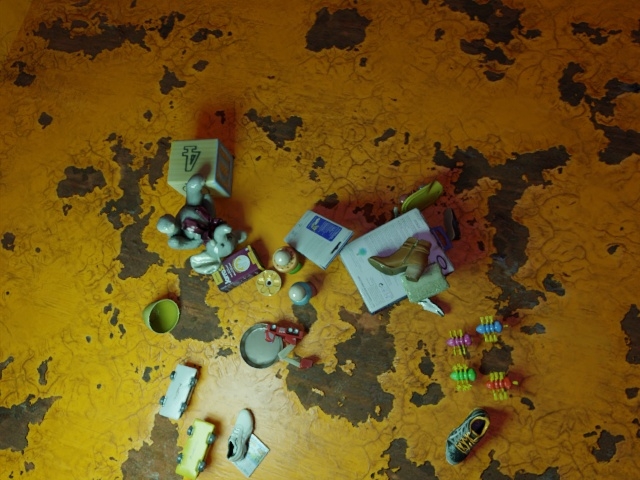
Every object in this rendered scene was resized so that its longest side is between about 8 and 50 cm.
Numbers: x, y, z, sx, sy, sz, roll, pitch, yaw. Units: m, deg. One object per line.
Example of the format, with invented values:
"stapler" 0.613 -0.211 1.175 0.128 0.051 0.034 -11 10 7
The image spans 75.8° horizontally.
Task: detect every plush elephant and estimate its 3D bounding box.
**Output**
"plush elephant" -0.429 -0.030 1.571 0.255 0.330 0.272 23 54 4

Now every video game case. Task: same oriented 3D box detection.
"video game case" -0.255 0.778 1.491 0.087 0.011 0.122 37 84 15

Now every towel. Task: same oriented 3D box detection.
"towel" 0.357 0.143 1.405 0.148 0.027 0.110 -21 77 1

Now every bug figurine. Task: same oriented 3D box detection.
"bug figurine" 0.559 0.407 1.440 0.216 0.072 0.279 -7 80 12

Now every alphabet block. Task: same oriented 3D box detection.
"alphabet block" -0.486 -0.292 1.690 0.197 0.192 0.193 -1 74 8

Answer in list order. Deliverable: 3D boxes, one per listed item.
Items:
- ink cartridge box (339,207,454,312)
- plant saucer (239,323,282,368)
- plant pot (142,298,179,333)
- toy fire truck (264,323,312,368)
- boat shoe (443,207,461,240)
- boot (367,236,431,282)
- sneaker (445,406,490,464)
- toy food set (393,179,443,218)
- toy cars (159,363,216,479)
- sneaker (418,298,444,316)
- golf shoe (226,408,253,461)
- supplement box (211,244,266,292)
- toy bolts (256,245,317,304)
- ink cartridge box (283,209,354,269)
"ink cartridge box" 0.299 0.067 1.516 0.395 0.151 0.270 -28 76 2
"plant saucer" -0.224 0.403 1.569 0.168 0.029 0.168 -2 75 7
"plant pot" -0.640 0.291 1.611 0.095 0.134 0.134 4 76 35
"toy fire truck" -0.120 0.394 1.523 0.192 0.047 0.135 13 65 -11
"boat shoe" 0.506 -0.063 1.578 0.042 0.049 0.133 4 68 -20
"boot" 0.276 0.049 1.420 0.197 0.073 0.152 19 68 21
"sneaker" 0.494 0.659 1.383 0.084 0.083 0.215 34 84 12
"toy food set" 0.361 -0.166 1.587 0.218 0.128 0.071 -32 54 4
"toy cars" -0.482 0.656 1.517 0.176 0.087 0.394 -24 71 -4
"sneaker" 0.410 0.248 1.521 0.109 0.040 0.044 40 101 18
"golf shoe" -0.291 0.697 1.471 0.069 0.086 0.176 0 69 19
"supplement box" -0.327 0.114 1.625 0.188 0.081 0.104 -30 75 0
"toy bolts" -0.137 0.157 1.543 0.218 0.158 0.228 -40 77 2
"ink cartridge box" 0.000 0.000 1.519 0.165 0.065 0.332 -50 34 -6
